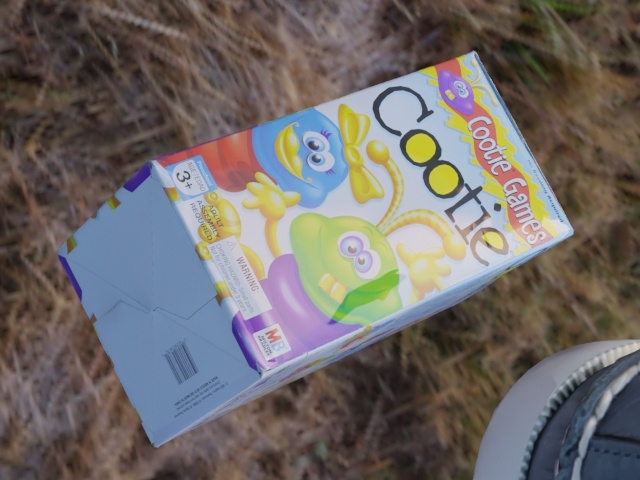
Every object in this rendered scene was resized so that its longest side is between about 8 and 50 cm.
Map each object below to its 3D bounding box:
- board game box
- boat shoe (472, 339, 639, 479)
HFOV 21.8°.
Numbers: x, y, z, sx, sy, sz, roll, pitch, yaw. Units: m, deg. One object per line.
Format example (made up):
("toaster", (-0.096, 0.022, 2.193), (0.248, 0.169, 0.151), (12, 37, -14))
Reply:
("board game box", (0.000, 0.000, 1.059), (0.275, 0.142, 0.144), (-22, 171, -39))
("boat shoe", (0.193, 0.081, 0.399), (0.319, 0.099, 0.116), (11, 80, -25))
